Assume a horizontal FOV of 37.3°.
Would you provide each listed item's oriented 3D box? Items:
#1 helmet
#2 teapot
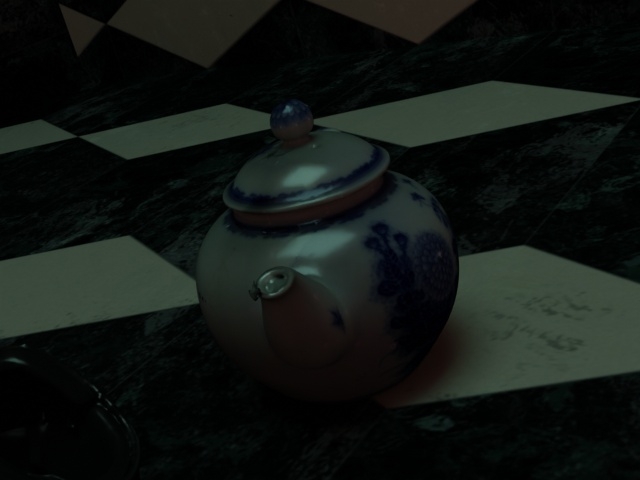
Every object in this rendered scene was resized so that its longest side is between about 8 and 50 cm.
[{"bbox_3d":[-0.238,0.195,0.711,0.216,0.193,0.189,-10,20,3],"label":"helmet"},{"bbox_3d":[0.000,0.000,0.904,0.252,0.279,0.424,-9,22,12],"label":"teapot"}]
